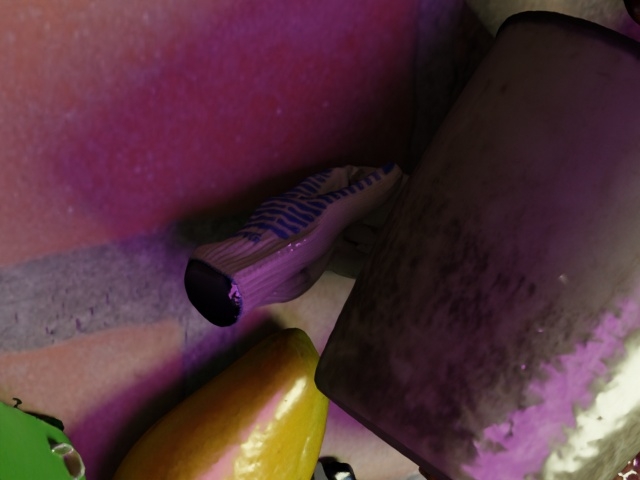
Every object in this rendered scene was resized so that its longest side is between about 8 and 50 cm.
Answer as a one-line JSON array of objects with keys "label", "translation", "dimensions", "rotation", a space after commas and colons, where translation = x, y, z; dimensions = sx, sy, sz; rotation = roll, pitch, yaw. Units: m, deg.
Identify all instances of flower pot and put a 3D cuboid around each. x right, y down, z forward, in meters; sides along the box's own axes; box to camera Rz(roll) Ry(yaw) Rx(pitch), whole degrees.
[{"label": "flower pot", "translation": [0.175, 0.041, 1.068], "dimensions": [0.330, 0.293, 0.293], "rotation": [-56, 133, -8]}]

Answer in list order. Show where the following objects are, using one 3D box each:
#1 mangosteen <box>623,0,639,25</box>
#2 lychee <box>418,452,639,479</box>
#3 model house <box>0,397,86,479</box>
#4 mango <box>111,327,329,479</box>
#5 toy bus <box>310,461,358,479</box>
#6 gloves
[{"label": "mangosteen", "translation": [0.282, -0.210, 1.143], "dimensions": [0.081, 0.081, 0.081], "rotation": [-14, 131, -17]}, {"label": "lychee", "translation": [0.216, 0.141, 1.286], "dimensions": [0.271, 0.271, 0.271], "rotation": [-14, 131, -17]}, {"label": "model house", "translation": [-0.360, 0.266, 1.050], "dimensions": [0.313, 0.242, 0.358], "rotation": [-31, 151, 6]}, {"label": "mango", "translation": [-0.094, 0.214, 1.267], "dimensions": [0.176, 0.119, 0.317], "rotation": [28, 101, -37]}, {"label": "toy bus", "translation": [0.023, 0.322, 1.406], "dimensions": [0.136, 0.126, 0.209], "rotation": [-38, 134, 17]}, {"label": "gloves", "translation": [-0.005, -0.003, 1.138], "dimensions": [0.229, 0.097, 0.119], "rotation": [-18, 160, -27]}]
